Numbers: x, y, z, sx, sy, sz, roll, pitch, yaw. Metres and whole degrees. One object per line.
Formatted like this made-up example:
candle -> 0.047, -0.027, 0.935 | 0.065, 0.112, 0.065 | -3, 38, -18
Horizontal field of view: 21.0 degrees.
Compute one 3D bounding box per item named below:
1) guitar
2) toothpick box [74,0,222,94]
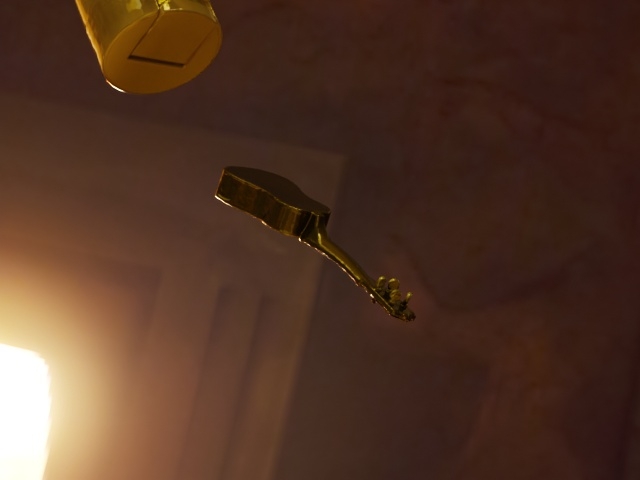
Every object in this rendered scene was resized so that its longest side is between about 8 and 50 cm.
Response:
guitar -> 0.001, -0.002, 1.608 | 0.084, 0.271, 0.038 | 4, 113, -43
toothpick box -> -0.164, -0.226, 1.504 | 0.111, 0.111, 0.181 | 77, -9, -59
